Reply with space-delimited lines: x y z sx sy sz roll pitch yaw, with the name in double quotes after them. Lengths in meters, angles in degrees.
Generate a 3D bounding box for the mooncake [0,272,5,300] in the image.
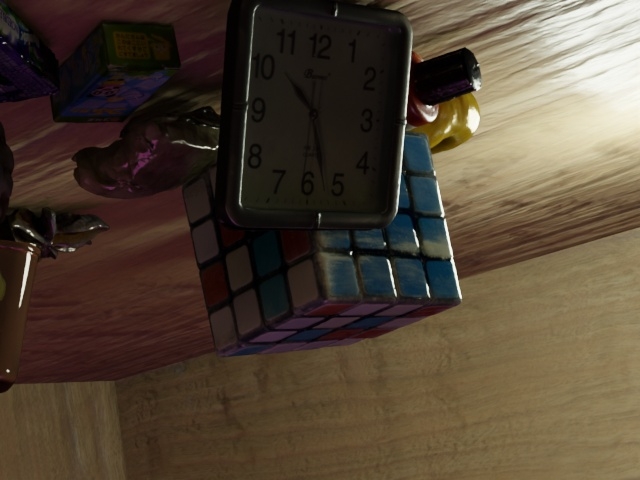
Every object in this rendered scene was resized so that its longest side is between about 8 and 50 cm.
-0.671 0.036 1.875 0.394 0.246 0.393 -19 -175 -33 "mooncake"

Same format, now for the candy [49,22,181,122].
-0.254 -0.201 1.619 0.097 0.062 0.194 -4 167 -32 "candy"

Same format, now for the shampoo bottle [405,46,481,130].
0.088 -0.195 1.823 0.278 0.104 0.104 -16 167 29 "shampoo bottle"

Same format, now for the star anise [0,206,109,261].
-0.491 -0.010 2.298 0.197 0.073 0.212 -20 162 32 "star anise"

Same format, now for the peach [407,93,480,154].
0.145 -0.172 1.952 0.179 0.103 0.179 -17 177 -1 "peach"

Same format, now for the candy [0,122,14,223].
-0.457 -0.102 1.543 0.157 0.214 0.289 -9 172 4 "candy"

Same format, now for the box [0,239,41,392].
-0.659 0.118 2.217 0.339 0.229 0.239 9 165 -16 "box"

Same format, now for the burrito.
-0.207 -0.122 1.832 0.175 0.107 0.347 -16 180 17 "burrito"

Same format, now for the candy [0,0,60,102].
-0.368 -0.222 1.425 0.088 0.061 0.312 -10 167 5 "candy"

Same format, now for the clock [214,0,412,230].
-0.009 -0.148 1.586 0.273 0.279 0.049 1 -174 -41 "clock"

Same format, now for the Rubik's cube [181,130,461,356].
0.000 0.001 1.792 0.259 0.256 0.253 2 160 -42 "Rubik's cube"
